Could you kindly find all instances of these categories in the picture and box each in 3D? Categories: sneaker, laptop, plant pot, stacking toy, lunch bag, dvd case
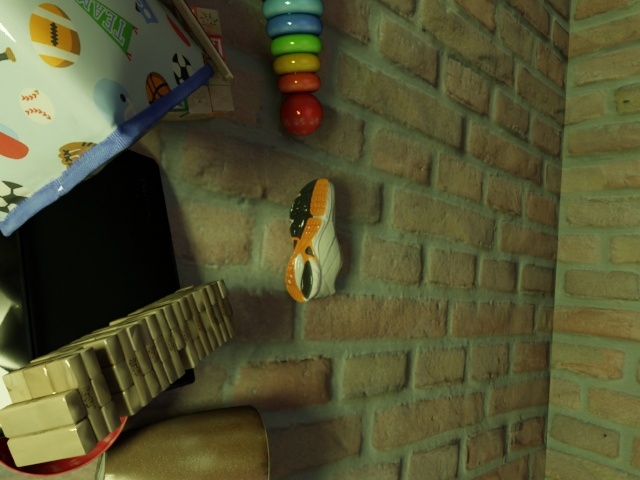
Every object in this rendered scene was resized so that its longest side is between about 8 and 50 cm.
[{"bbox_3d":[0.000,0.000,1.020,0.121,0.099,0.262,7,93,-49],"label":"sneaker"},{"bbox_3d":[-0.408,0.050,0.621,0.408,0.236,0.382,-11,78,-14],"label":"laptop"},{"bbox_3d":[-0.229,0.372,0.755,0.230,0.215,0.215,12,82,-26],"label":"plant pot"},{"bbox_3d":[-0.052,-0.379,0.950,0.141,0.141,0.330,-14,106,-41],"label":"stacking toy"},{"bbox_3d":[-0.299,-0.250,0.518,0.328,0.239,0.385,54,27,-25],"label":"lunch bag"},{"bbox_3d":[-0.198,-0.333,0.676,0.018,0.164,0.221,-34,116,2],"label":"dvd case"}]

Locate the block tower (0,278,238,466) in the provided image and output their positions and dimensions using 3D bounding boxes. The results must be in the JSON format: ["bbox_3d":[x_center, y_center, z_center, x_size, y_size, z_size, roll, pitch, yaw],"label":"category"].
[{"bbox_3d":[-0.218,0.136,0.597,0.335,0.097,0.091,-35,108,-72],"label":"block tower"}]

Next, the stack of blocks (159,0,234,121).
[{"bbox_3d":[-0.296,-0.278,0.743,0.297,0.087,0.171,-14,99,-41],"label":"stack of blocks"}]

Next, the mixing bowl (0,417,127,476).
[{"bbox_3d":[-0.372,0.225,0.661,0.181,0.098,0.181,16,64,-36],"label":"mixing bowl"}]
